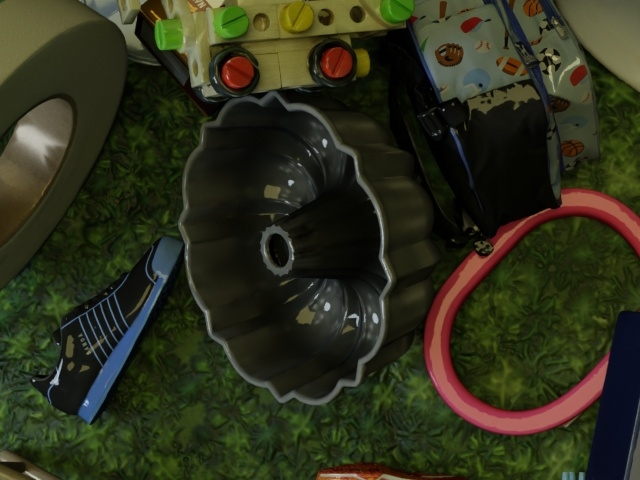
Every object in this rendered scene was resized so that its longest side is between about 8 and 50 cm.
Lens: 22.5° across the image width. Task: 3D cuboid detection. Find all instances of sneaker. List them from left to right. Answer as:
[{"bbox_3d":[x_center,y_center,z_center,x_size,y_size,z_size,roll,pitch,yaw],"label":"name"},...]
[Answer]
[{"bbox_3d":[-0.236,0.086,1.782,0.090,0.081,0.232,29,89,3],"label":"sneaker"},{"bbox_3d":[0.079,0.278,1.730,0.175,0.064,0.067,10,95,11],"label":"sneaker"}]

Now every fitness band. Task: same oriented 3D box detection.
[{"bbox_3d":[0.243,0.078,1.736,0.209,0.054,0.291,43,89,10],"label":"fitness band"}]

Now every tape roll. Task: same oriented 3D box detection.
[{"bbox_3d":[-0.341,-0.077,1.663,0.072,0.392,0.392,33,88,10],"label":"tape roll"}]

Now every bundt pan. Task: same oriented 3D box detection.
[{"bbox_3d":[0.000,0.000,1.678,0.331,0.124,0.331,16,112,46],"label":"bundt pan"}]

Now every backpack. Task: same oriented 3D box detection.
[{"bbox_3d":[0.166,-0.169,1.673,0.213,0.276,0.263,-25,59,-6],"label":"backpack"}]

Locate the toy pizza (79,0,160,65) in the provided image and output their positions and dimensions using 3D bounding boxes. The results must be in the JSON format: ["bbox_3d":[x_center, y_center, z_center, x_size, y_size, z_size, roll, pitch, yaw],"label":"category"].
[{"bbox_3d":[-0.179,-0.298,1.843,0.201,0.032,0.201,0,85,2],"label":"toy pizza"}]

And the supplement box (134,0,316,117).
[{"bbox_3d":[-0.085,-0.248,1.722,0.191,0.194,0.129,-42,95,-6],"label":"supplement box"}]

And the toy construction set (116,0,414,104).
[{"bbox_3d":[-0.052,-0.245,1.551,0.327,0.151,0.215,-8,92,-8],"label":"toy construction set"}]

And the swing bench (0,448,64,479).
[{"bbox_3d":[-0.306,0.388,1.714,0.254,0.165,0.253,25,87,9],"label":"swing bench"}]

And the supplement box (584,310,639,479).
[{"bbox_3d":[0.468,0.199,1.594,0.356,0.194,0.195,11,89,0],"label":"supplement box"}]

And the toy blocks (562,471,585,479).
[{"bbox_3d":[0.233,0.319,1.708,0.123,0.054,0.148,1,83,7],"label":"toy blocks"}]

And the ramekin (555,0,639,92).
[{"bbox_3d":[0.392,-0.241,1.650,0.277,0.277,0.135,32,80,10],"label":"ramekin"}]
